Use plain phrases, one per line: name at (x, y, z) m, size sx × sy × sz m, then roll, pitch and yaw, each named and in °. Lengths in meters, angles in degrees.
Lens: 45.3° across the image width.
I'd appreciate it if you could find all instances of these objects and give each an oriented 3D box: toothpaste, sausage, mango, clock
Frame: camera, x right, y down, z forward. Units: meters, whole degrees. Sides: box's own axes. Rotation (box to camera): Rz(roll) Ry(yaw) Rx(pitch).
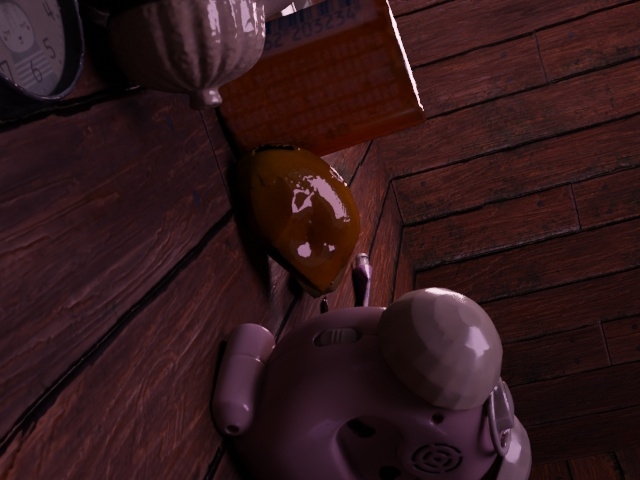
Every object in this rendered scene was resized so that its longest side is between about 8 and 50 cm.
toothpaste at (0.107, 0.164, 1.780) m, size 0.075 × 0.048 × 0.300 m, roll 64°, pitch 19°, yaw -56°
sausage at (-0.003, -0.254, 1.215) m, size 0.233 × 0.287 × 0.233 m, roll -18°, pitch 90°, yaw -81°
mango at (-0.035, -0.046, 1.167) m, size 0.236 × 0.166 × 0.136 m, roll 45°, pitch -15°, yaw -31°
clock at (-0.259, -0.204, 0.598) m, size 0.215 × 0.042 × 0.214 m, roll -15°, pitch 90°, yaw -77°
clock at (0.074, 0.215, 0.930) m, size 0.184 × 0.326 × 0.342 m, roll -90°, pitch 161°, yaw -45°

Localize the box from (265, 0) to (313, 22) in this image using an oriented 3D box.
box at (-0.050, -0.426, 1.656) m, size 0.367 × 0.091 × 0.373 m, roll -81°, pitch 153°, yaw -59°

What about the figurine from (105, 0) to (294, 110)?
figurine at (-0.189, -0.301, 0.812) m, size 0.332 × 0.204 × 0.185 m, roll 45°, pitch 4°, yaw -13°

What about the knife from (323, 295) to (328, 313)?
knife at (0.019, 0.193, 1.423) m, size 0.060 × 0.028 × 0.230 m, roll 80°, pitch 2°, yaw -50°

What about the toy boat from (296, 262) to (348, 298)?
toy boat at (0.000, 0.000, 1.398) m, size 0.321 × 0.089 × 0.121 m, roll -69°, pitch 137°, yaw -66°
